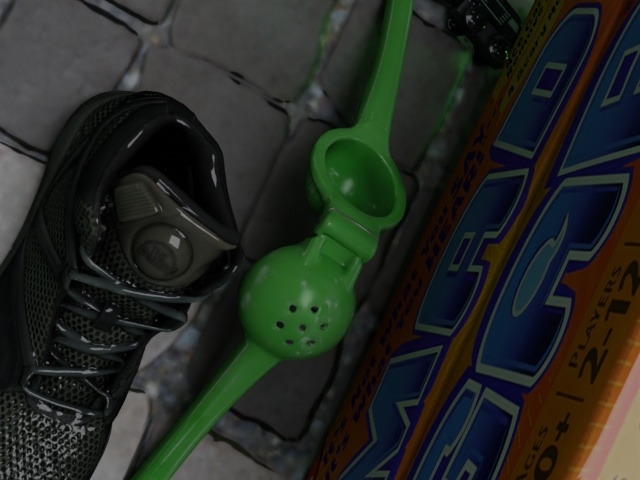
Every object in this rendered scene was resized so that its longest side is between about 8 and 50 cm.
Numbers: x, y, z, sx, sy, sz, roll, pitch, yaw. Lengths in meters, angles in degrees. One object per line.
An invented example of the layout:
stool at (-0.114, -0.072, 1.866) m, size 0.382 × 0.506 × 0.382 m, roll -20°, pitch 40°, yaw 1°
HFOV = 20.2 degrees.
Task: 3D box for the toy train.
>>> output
toy train at (0.057, -0.159, 0.957) m, size 0.036 × 0.027 × 0.158 m, roll -47°, pitch 108°, yaw -20°

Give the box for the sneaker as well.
sneaker at (-0.107, 0.036, 0.834) m, size 0.087 × 0.130 × 0.227 m, roll 25°, pitch 83°, yaw -20°

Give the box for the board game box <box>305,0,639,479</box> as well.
board game box at (0.232, 0.093, 0.810) m, size 0.356 × 0.356 × 0.356 m, roll 27°, pitch 85°, yaw -10°

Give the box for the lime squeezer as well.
lime squeezer at (0.000, 0.000, 0.886) m, size 0.059 × 0.110 × 0.310 m, roll 28°, pitch 79°, yaw -4°
